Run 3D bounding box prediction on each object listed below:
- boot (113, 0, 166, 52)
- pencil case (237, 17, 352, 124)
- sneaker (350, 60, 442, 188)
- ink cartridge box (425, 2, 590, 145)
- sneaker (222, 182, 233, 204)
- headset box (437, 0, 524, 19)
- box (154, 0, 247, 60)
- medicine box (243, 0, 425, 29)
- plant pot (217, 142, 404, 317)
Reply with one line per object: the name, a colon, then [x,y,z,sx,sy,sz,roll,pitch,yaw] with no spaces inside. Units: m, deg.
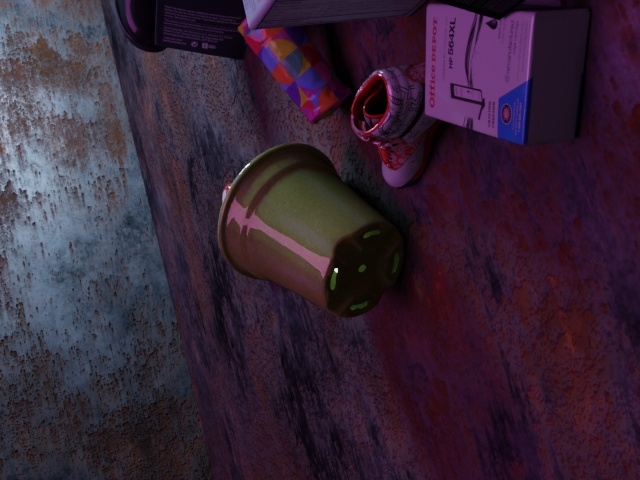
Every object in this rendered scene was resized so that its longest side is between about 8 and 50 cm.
boot: [-0.366,-0.664,1.592,0.445,0.146,0.367,155,107,-68]
pencil case: [-0.045,-0.327,1.322,0.236,0.104,0.104,54,156,-4]
sneaker: [0.102,-0.164,1.092,0.090,0.145,0.270,68,154,23]
ink cartridge box: [0.215,-0.209,0.891,0.203,0.085,0.148,34,131,57]
sneaker: [-0.170,-0.045,1.865,0.128,0.087,0.221,-2,111,58]
headset box: [0.196,-0.406,0.705,0.246,0.131,0.283,158,120,-67]
box: [-0.200,-0.581,1.395,0.312,0.178,0.343,108,166,-47]
medicine box: [0.053,-0.405,0.943,0.289,0.263,0.149,-25,78,66]
plant pot: [0.000,0.000,1.297,0.254,0.276,0.276,35,133,43]
